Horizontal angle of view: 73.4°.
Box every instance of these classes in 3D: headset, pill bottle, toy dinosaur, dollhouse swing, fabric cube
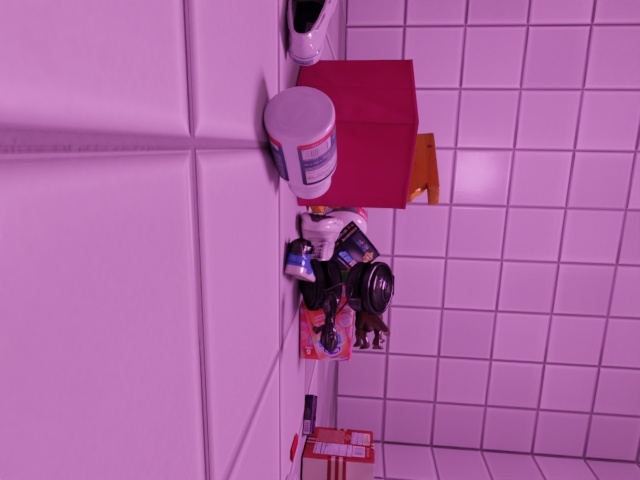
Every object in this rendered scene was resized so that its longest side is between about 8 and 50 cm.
[{"bbox_3d":[0.058,0.141,1.064,0.394,0.243,0.185,-3,95,-79],"label":"headset"},{"bbox_3d":[-0.027,-0.150,0.708,0.180,0.107,0.108,83,10,-64],"label":"pill bottle"},{"bbox_3d":[0.140,0.231,1.257,0.313,0.120,0.161,27,54,-79],"label":"toy dinosaur"},{"bbox_3d":[0.087,-0.099,1.592,0.176,0.176,0.319,84,9,-57],"label":"pill bottle"},{"bbox_3d":[0.165,-0.130,1.275,0.305,0.346,0.315,73,19,-48],"label":"dollhouse swing"},{"bbox_3d":[0.079,-0.249,1.005,0.254,0.258,0.259,85,8,-49],"label":"fabric cube"}]

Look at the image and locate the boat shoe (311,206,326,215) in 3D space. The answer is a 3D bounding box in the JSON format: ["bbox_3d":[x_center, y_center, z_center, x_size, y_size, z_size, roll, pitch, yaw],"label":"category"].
[{"bbox_3d":[-0.005,-0.075,1.327,0.049,0.043,0.137,90,7,-46],"label":"boat shoe"}]

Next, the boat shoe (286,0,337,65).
[{"bbox_3d":[-0.012,-0.460,0.808,0.084,0.095,0.258,90,3,-73],"label":"boat shoe"}]

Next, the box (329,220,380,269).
[{"bbox_3d":[0.090,0.048,1.421,0.051,0.175,0.220,51,4,33],"label":"box"}]

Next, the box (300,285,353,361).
[{"bbox_3d":[0.029,0.218,1.264,0.300,0.142,0.154,-65,156,-76],"label":"box"}]

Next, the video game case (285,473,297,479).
[{"bbox_3d":[-0.080,0.690,0.913,0.204,0.025,0.285,25,67,-85],"label":"video game case"}]

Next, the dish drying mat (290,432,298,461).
[{"bbox_3d":[-0.067,0.524,1.089,0.083,0.008,0.032,-33,124,-82],"label":"dish drying mat"}]

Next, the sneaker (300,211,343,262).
[{"bbox_3d":[0.000,0.000,1.133,0.292,0.110,0.118,64,38,-78],"label":"sneaker"}]

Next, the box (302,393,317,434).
[{"bbox_3d":[-0.032,0.556,1.374,0.162,0.029,0.116,76,18,-67],"label":"box"}]

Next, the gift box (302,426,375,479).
[{"bbox_3d":[0.075,0.772,1.355,0.255,0.276,0.258,0,94,-80],"label":"gift box"}]

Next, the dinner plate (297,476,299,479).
[{"bbox_3d":[-0.064,0.722,1.165,0.141,0.017,0.141,3,90,-86],"label":"dinner plate"}]

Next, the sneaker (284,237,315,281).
[{"bbox_3d":[-0.037,0.041,0.932,0.152,0.058,0.085,48,52,-73],"label":"sneaker"}]
